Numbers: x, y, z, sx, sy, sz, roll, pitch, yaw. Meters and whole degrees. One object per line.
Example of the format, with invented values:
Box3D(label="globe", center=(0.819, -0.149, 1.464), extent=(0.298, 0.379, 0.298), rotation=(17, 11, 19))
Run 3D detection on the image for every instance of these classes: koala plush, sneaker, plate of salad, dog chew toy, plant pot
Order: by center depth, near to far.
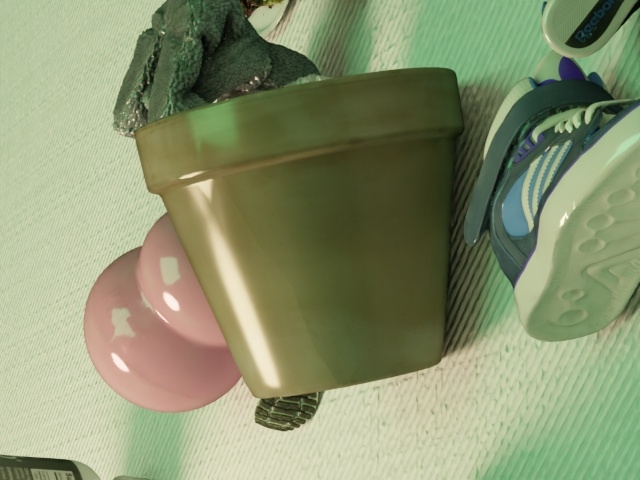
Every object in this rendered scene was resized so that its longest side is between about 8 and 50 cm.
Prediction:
Box3D(label="sneaker", center=(0.216, -0.089, 1.496), extent=(0.323, 0.130, 0.236), rotation=(113, 153, -53))
Box3D(label="sneaker", center=(0.262, -0.244, 1.514), extent=(0.217, 0.079, 0.121), rotation=(-43, 7, 9))
Box3D(label="plant pot", center=(0.000, 0.000, 1.783), extent=(0.323, 0.323, 0.280), rotation=(-11, 90, 62))
Box3D(label="sneaker", center=(-0.026, 0.141, 2.030), extent=(0.073, 0.063, 0.162), rotation=(-95, 29, -62))
Box3D(label="koala plush", center=(-0.085, -0.179, 2.046), extent=(0.196, 0.221, 0.203), rotation=(17, 89, 65))
Box3D(label="dog chew toy", center=(-0.133, 0.050, 2.107), extent=(0.332, 0.207, 0.206), rotation=(-50, 40, 34))
Box3D(label="plate of salad", center=(-0.078, -0.342, 2.265), extent=(0.200, 0.048, 0.199), rotation=(-25, 61, 59))

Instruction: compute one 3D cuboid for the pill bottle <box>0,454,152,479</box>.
Box3D(label="pill bottle", center=(-0.391, 0.377, 2.318), extent=(0.210, 0.363, 0.210), rotation=(-26, 60, 58))
